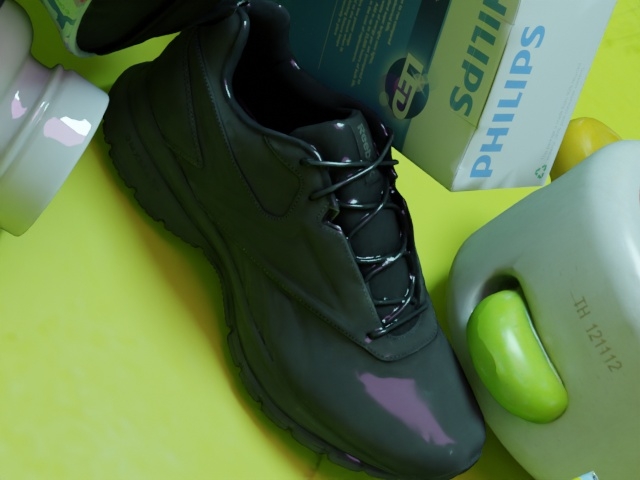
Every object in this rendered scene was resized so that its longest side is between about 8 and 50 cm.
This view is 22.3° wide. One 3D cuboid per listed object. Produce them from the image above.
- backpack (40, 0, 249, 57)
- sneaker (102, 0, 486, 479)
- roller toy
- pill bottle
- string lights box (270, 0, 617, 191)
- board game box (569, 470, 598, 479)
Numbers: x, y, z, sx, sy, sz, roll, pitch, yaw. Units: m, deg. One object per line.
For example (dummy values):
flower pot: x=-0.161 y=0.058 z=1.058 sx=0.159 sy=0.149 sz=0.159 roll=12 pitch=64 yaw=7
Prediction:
backpack: x=-0.057 y=-0.210 z=0.759 sx=0.191 sy=0.253 sz=0.225 roll=47 pitch=48 yaw=6
sneaker: x=0.000 y=0.000 z=0.855 sx=0.286 sy=0.130 sz=0.109 roll=53 pitch=42 yaw=3
roller toy: x=0.183 y=0.045 z=0.934 sx=0.191 sy=0.146 sz=0.209 roll=41 pitch=35 yaw=-19
pill bottle: x=-0.201 y=-0.085 z=0.770 sx=0.187 sy=0.112 sz=0.112 roll=34 pitch=45 yaw=-15
string lights box: x=0.036 y=-0.147 z=0.902 sx=0.077 sy=0.133 sz=0.260 roll=-5 pitch=34 yaw=-41
board game box: x=0.022 y=0.219 z=0.707 sx=0.275 sy=0.144 sz=0.142 roll=-10 pitch=67 yaw=-42
